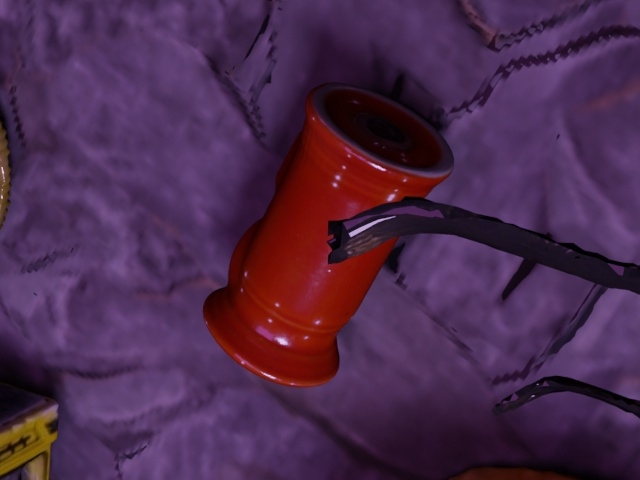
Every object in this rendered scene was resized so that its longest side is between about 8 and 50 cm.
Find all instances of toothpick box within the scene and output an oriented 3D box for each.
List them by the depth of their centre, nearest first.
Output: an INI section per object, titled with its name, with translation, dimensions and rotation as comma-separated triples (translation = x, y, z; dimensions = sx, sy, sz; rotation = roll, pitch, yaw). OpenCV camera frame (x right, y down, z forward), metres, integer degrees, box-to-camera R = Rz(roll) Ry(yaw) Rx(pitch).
[toothpick box]
translation = 0.000, 0.000, 0.575
dimensions = 0.047, 0.047, 0.083
rotation = 37, 118, 16

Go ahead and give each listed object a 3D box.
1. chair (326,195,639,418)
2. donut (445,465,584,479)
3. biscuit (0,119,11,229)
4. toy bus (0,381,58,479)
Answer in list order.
[chair]
translation = 0.134, -0.034, 0.425
dimensions = 0.213, 0.174, 0.149
rotation = 5, 71, 24
[donut]
translation = 0.068, 0.146, 0.554
dimensions = 0.217, 0.085, 0.141
rotation = 13, 109, 27
[biscuit]
translation = -0.140, -0.027, 0.657
dimensions = 0.084, 0.023, 0.084
rotation = 8, 107, 27
[toy bus]
translation = -0.201, 0.062, 0.680
dimensions = 0.226, 0.081, 0.074
rotation = 13, 110, 25
